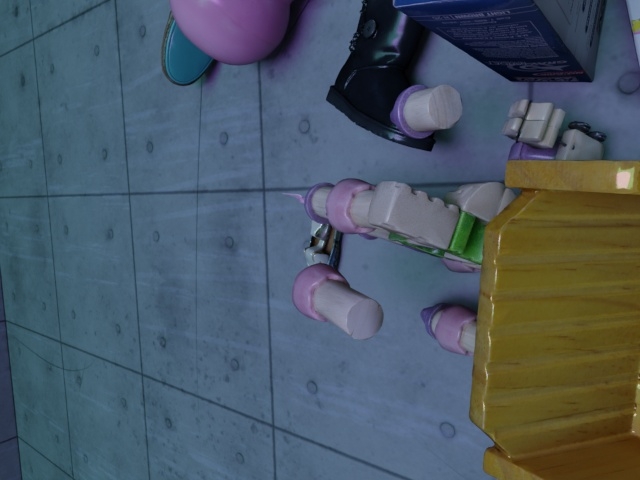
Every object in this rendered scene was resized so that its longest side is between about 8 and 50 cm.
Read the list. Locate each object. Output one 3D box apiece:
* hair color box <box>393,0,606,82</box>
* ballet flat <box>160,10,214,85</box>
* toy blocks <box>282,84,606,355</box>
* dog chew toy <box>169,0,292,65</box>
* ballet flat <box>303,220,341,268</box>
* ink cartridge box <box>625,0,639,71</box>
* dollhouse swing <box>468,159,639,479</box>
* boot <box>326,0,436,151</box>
[{"bbox_3d":[0.201,-0.267,0.443,0.105,0.347,0.174,13,103,35],"label":"hair color box"},{"bbox_3d":[-0.239,-0.485,0.917,0.124,0.116,0.343,50,124,45],"label":"ballet flat"},{"bbox_3d":[0.126,-0.027,0.596,0.260,0.288,0.309,19,91,66],"label":"toy blocks"},{"bbox_3d":[-0.102,-0.461,0.755,0.332,0.206,0.207,-47,68,23],"label":"dog chew toy"},{"bbox_3d":[0.000,0.000,0.813,0.070,0.070,0.189,21,108,34],"label":"ballet flat"},{"bbox_3d":[0.390,-0.246,0.478,0.115,0.067,0.198,-11,91,38],"label":"ink cartridge box"},{"bbox_3d":[0.358,0.111,0.394,0.305,0.314,0.347,-150,61,-69],"label":"dollhouse swing"},{"bbox_3d":[0.107,-0.260,0.649,0.246,0.094,0.207,52,128,48],"label":"boot"}]
